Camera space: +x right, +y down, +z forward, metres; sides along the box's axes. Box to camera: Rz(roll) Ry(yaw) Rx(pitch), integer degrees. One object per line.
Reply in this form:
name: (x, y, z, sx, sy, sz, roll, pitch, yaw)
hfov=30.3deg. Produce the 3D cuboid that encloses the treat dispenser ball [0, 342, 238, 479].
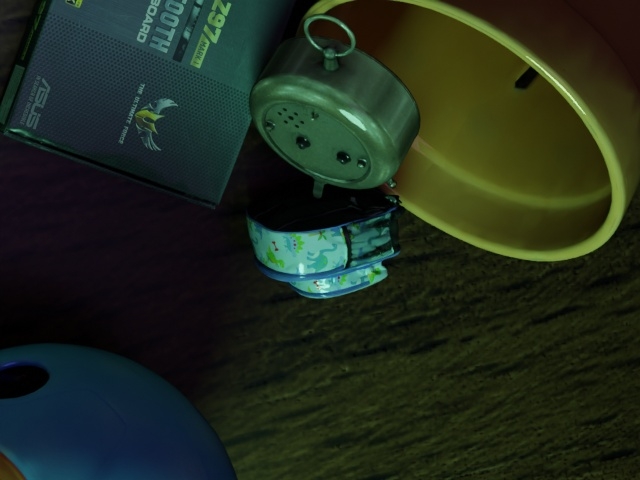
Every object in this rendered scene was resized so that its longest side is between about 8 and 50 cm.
treat dispenser ball: (-0.198, 0.219, 0.856, 0.288, 0.288, 0.288, -5, 104, -23)

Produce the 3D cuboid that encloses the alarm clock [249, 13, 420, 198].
alarm clock: (0.007, -0.104, 0.899, 0.064, 0.129, 0.192, -59, 163, -28)

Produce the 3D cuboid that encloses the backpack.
backpack: (0.000, 0.000, 0.996, 0.114, 0.105, 0.084, -13, 112, -23)

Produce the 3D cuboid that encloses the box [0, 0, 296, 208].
box: (-0.128, -0.162, 0.927, 0.183, 0.059, 0.233, 20, 93, -28)

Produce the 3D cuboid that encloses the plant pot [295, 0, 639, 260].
plant pot: (0.152, -0.154, 0.952, 0.291, 0.291, 0.203, 48, 64, -25)
